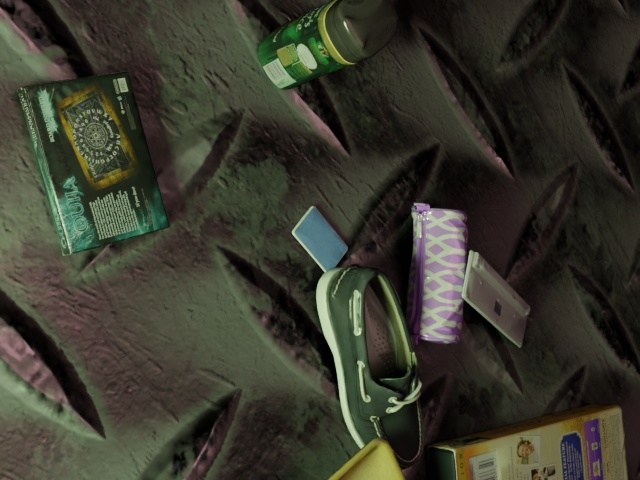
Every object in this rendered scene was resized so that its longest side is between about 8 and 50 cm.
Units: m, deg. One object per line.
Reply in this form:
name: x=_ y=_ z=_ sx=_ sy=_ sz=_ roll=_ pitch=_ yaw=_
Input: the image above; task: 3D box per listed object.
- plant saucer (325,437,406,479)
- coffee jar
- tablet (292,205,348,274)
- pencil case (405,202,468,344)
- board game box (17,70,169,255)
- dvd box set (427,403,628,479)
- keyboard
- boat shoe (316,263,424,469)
plant saucer: x=0.010 y=0.469 z=1.049 sx=0.333 sy=0.081 sz=0.332 roll=-33 pitch=105 yaw=-36
coffee jar: x=0.008 y=-0.253 z=1.053 sx=0.096 sy=0.184 sz=0.079 roll=-46 pitch=112 yaw=-32
tablet: x=0.000 y=0.000 z=1.134 sx=0.083 sy=0.006 sz=0.054 roll=51 pitch=58 yaw=-23
pencil case: x=0.164 y=0.048 z=1.204 sx=0.088 sy=0.086 sz=0.206 roll=12 pitch=77 yaw=-51
board game box: x=-0.250 y=-0.088 z=0.937 sx=0.126 sy=0.026 sz=0.186 roll=-18 pitch=97 yaw=-37
dvd box set: x=0.343 y=0.439 z=1.320 sx=0.420 sy=0.062 sz=0.307 roll=-3 pitch=87 yaw=-38
keyboard: x=0.270 y=0.094 z=1.278 sx=0.256 sy=0.014 sz=0.072 roll=37 pitch=67 yaw=-51
boat shoe: x=0.082 y=0.177 z=1.124 sx=0.114 sy=0.091 sz=0.302 roll=-33 pitch=107 yaw=-37
